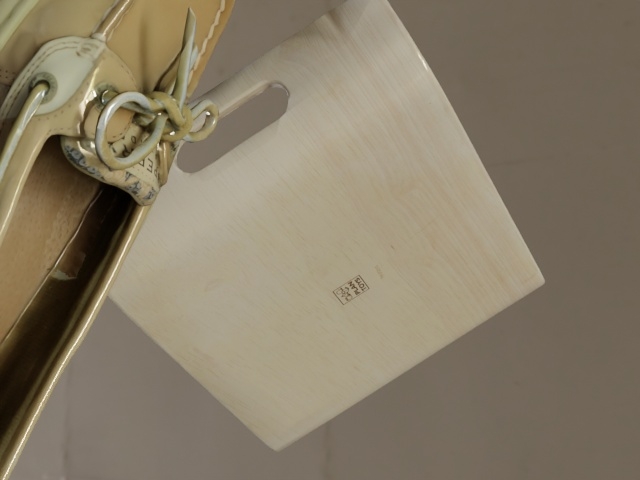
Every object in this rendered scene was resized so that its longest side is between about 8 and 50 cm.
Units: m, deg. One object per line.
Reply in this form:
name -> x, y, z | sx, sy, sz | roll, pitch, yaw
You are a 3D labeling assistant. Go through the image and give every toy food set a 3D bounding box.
toy food set -> 0.000, 0.000, 0.888 | 0.220, 0.306, 0.092 | -32, -128, 4

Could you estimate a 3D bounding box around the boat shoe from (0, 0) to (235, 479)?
boat shoe -> -0.106, -0.010, 0.570 | 0.089, 0.104, 0.285 | 33, -85, 32
